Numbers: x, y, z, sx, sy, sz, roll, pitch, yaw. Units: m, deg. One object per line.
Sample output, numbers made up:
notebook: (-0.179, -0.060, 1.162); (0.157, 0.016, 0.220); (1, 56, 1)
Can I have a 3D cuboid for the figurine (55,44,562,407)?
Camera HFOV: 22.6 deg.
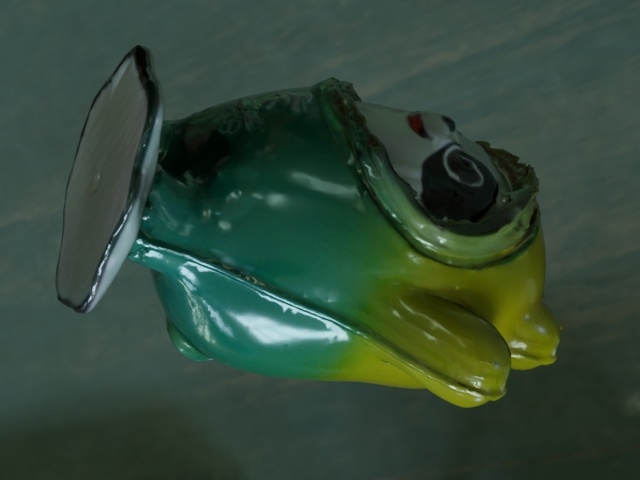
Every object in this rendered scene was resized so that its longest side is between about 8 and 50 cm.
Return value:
figurine: (0.000, 0.000, 1.134); (0.323, 0.340, 0.231); (-110, 40, -59)
